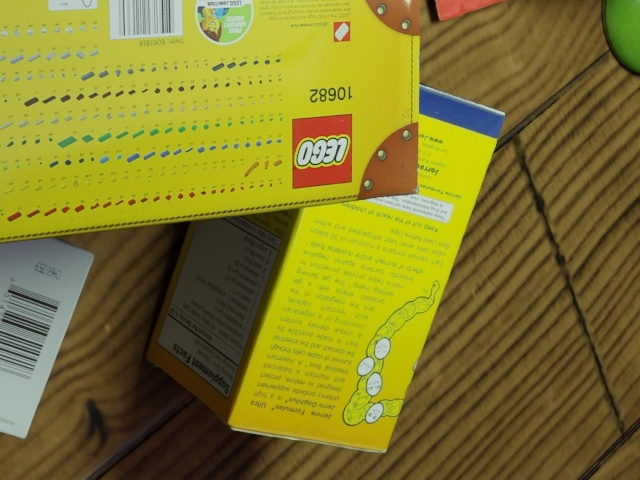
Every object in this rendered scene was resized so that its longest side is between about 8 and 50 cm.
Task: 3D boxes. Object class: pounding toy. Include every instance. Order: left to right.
[{"bbox_3d":[0.469,-0.296,1.968,0.237,0.110,0.183,-13,107,-36],"label":"pounding toy"}]

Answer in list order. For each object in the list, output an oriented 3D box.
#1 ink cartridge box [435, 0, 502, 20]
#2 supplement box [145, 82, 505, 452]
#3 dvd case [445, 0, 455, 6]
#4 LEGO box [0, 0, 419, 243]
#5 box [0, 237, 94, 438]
[{"bbox_3d":[0.288,-0.426,1.711,0.385,0.091,0.308,-18,112,-13],"label":"ink cartridge box"},{"bbox_3d":[0.000,0.000,1.554,0.195,0.194,0.357,14,99,-34],"label":"supplement box"},{"bbox_3d":[0.127,-0.327,1.749,0.119,0.013,0.087,40,74,-37],"label":"dvd case"},{"bbox_3d":[-0.227,-0.130,1.235,0.500,0.372,0.193,-7,104,-30],"label":"LEGO box"},{"bbox_3d":[-0.326,0.057,1.392,0.182,0.119,0.181,24,84,-39],"label":"box"}]
